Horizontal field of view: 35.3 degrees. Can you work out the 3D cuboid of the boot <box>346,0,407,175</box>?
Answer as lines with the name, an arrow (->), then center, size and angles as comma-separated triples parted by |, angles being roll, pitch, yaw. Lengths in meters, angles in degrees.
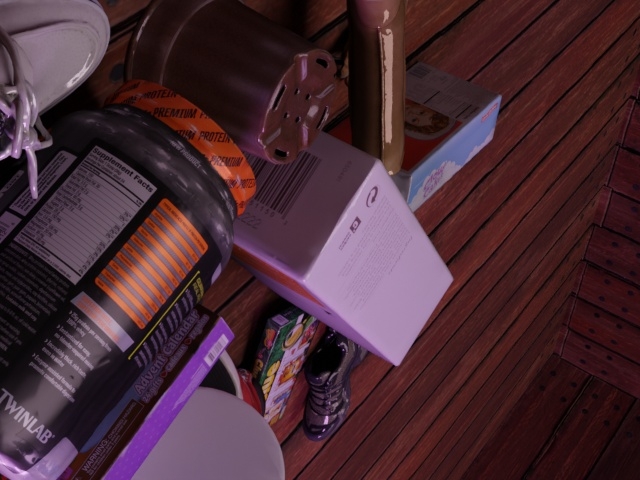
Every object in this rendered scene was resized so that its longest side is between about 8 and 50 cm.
boot -> 0.064, -0.250, 1.208 | 0.236, 0.089, 0.269 | -78, 167, -52

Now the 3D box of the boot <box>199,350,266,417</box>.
boot -> -0.140, 0.197, 1.423 | 0.176, 0.088, 0.244 | -94, 165, -62

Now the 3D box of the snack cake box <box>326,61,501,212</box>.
snack cake box -> 0.137, -0.153, 1.495 | 0.264, 0.152, 0.089 | -41, 149, -38

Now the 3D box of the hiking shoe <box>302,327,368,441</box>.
hiking shoe -> 0.002, 0.246, 1.762 | 0.114, 0.086, 0.226 | 9, 102, -51

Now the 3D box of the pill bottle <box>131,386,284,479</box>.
pill bottle -> -0.164, 0.326, 1.198 | 0.224, 0.224, 0.392 | -48, 170, -28

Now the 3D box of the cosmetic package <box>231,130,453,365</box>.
cosmetic package -> 0.000, 0.000, 1.296 | 0.161, 0.230, 0.453 | -58, 155, -7

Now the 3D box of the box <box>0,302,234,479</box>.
box -> -0.252, 0.154, 0.990 | 0.293, 0.201, 0.057 | -55, 156, -17

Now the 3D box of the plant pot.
plant pot -> -0.084, -0.165, 1.031 | 0.167, 0.165, 0.167 | -44, 151, -33

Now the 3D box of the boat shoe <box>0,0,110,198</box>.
boat shoe -> -0.267, -0.094, 0.752 | 0.367, 0.156, 0.135 | -34, 144, -45

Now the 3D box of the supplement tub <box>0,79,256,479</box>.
supplement tub -> -0.219, 0.030, 0.892 | 0.338, 0.207, 0.207 | -52, 154, -22

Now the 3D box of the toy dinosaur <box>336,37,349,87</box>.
toy dinosaur -> 0.048, -0.249, 1.342 | 0.112, 0.064, 0.211 | 74, 33, -45

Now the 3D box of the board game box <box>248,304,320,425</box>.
board game box -> -0.071, 0.207, 1.585 | 0.136, 0.030, 0.259 | -24, 142, -50

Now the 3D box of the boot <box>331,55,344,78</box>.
boot -> -0.016, -0.190, 1.209 | 0.082, 0.106, 0.219 | -64, 156, 4
